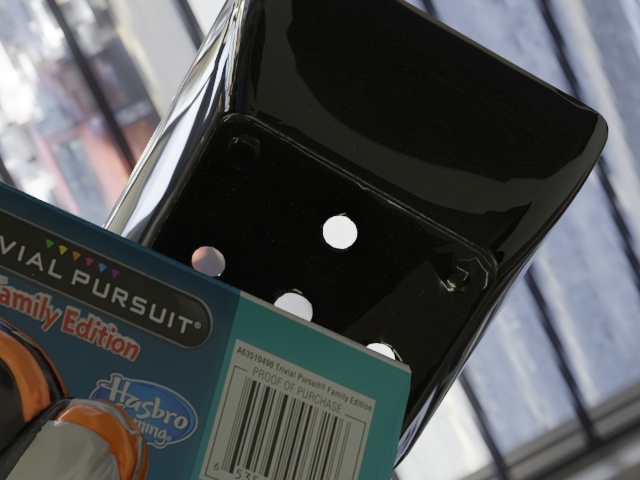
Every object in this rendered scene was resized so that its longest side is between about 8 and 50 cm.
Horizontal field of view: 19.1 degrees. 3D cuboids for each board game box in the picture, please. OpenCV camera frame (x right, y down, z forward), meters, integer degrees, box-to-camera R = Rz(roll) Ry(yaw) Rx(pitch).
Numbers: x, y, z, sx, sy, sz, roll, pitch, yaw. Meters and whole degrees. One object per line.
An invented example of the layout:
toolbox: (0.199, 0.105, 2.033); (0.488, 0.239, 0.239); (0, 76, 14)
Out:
board game box: (-0.167, 0.063, 0.712); (0.254, 0.079, 0.336); (26, 154, -25)

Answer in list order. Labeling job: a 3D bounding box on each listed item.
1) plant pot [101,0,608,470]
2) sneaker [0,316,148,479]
plant pot: (0.000, 0.000, 0.837); (0.188, 0.187, 0.167); (30, -159, -2)
sneaker: (-0.196, 0.137, 0.464); (0.180, 0.321, 0.124); (31, 161, 7)
